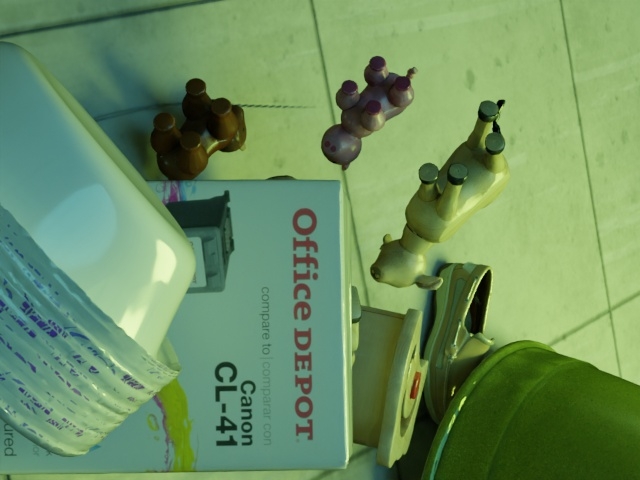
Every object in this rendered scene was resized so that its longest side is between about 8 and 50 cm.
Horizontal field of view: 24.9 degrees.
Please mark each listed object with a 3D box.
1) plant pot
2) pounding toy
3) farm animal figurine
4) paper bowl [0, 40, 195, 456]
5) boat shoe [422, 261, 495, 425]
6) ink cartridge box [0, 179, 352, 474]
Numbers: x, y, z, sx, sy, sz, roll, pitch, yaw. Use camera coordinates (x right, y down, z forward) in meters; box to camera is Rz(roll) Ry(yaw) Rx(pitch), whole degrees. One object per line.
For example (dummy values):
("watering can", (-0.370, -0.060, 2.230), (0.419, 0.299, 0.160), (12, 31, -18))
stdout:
("plant pot", (0.349, 0.320, 1.590), (0.366, 0.353, 0.367), (-16, 111, -50))
("pounding toy", (0.018, 0.130, 1.425), (0.269, 0.154, 0.154), (13, 88, -79))
("farm animal figurine", (0.000, 0.000, 1.327), (0.172, 0.330, 0.327), (92, 7, -62))
("paper bowl", (-0.191, -0.013, 0.932), (0.148, 0.284, 0.284), (-40, 125, 0))
("boat shoe", (0.162, 0.117, 1.645), (0.068, 0.072, 0.190), (14, 77, -48))
("ink cartridge box", (-0.129, 0.067, 1.132), (0.131, 0.306, 0.226), (53, 36, -84))
